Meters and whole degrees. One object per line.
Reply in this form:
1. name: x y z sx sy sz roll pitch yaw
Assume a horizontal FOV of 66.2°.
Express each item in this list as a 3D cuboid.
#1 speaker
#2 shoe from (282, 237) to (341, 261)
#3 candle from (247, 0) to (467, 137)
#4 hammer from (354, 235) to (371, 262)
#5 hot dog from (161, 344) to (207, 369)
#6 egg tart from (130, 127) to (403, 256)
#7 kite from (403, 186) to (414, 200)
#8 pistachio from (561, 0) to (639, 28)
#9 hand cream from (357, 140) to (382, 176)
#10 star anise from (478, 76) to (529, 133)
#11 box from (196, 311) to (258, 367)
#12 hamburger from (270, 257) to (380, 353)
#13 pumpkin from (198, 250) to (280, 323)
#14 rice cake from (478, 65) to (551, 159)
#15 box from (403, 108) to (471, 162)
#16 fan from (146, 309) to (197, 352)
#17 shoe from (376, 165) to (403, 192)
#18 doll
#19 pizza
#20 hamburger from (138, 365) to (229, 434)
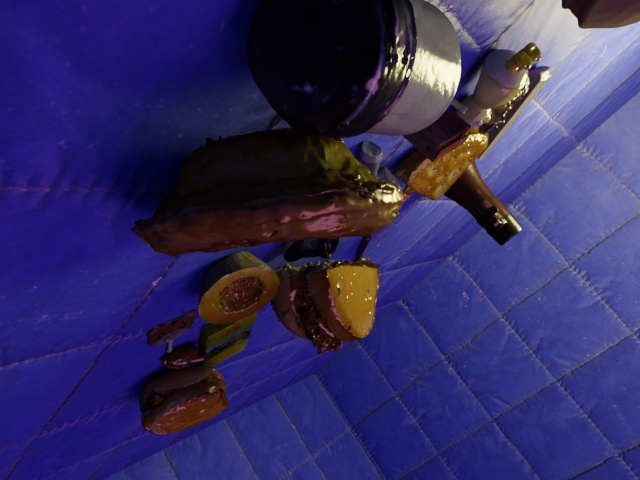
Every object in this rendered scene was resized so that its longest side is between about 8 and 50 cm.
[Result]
1. speaker: 0.551 -0.125 1.735 0.198 0.329 0.259 -36 168 -2
2. shoe: 0.000 0.000 1.352 0.227 0.112 0.099 -43 161 11
3. candle: 0.073 -0.259 0.715 0.221 0.221 0.342 -48 161 30
4. hammer: 0.150 0.057 1.884 0.125 0.027 0.297 -29 159 -20
5. hot dog: -0.425 0.370 1.542 0.090 0.060 0.140 -46 155 24
6. egg tart: -0.086 -0.079 0.807 0.443 0.178 0.443 -7 -178 0
7. kite: 0.321 -0.186 1.639 0.125 0.008 0.222 -28 159 -25
8. pistachio: 0.608 -0.571 0.876 0.365 0.281 0.445 -46 175 0
9. hand cream: 0.105 -0.149 1.253 0.048 0.079 0.255 -43 163 -25
10. star anise: 0.522 -0.387 1.394 0.208 0.063 0.172 -56 173 4
11. box: -0.324 0.337 1.676 0.187 0.047 0.335 -25 157 -30
12. hamburger: 0.017 0.197 1.491 0.268 0.287 0.445 -5 174 23
13. pumpkin: -0.221 0.108 1.255 0.217 0.110 0.217 -21 150 -13
14. rice cake: 0.586 -0.393 1.543 0.072 0.056 0.365 -30 161 -36
15. box: 0.248 -0.259 1.115 0.111 0.156 0.060 -30 153 -23
16. fan: -0.428 0.274 1.404 0.152 0.008 0.227 -24 156 -34
17. shoe: 0.150 -0.116 1.374 0.137 0.095 0.245 -38 168 -4
18. doll: 0.431 -0.367 1.238 0.141 0.117 0.296 -47 168 -28
19. pizza: 0.359 -0.252 1.440 0.268 0.087 0.258 -47 152 17
20. hamburger: -0.460 0.540 1.674 0.284 0.174 0.304 -16 157 -15
